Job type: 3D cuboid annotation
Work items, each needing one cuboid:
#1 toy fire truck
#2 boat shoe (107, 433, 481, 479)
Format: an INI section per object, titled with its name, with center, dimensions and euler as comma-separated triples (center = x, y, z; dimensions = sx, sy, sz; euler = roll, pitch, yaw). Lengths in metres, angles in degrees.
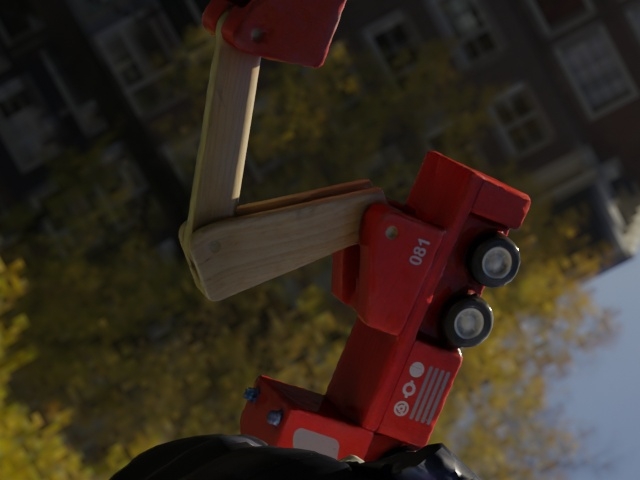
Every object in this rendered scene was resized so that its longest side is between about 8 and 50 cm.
[toy fire truck]
center = 0.000, 0.000, 0.715
dimensions = 0.192, 0.135, 0.047
euler = -67, -157, 5
[boat shoe]
center = 0.047, 0.213, 0.608
dimensions = 0.127, 0.341, 0.158
euler = -35, -173, -28
